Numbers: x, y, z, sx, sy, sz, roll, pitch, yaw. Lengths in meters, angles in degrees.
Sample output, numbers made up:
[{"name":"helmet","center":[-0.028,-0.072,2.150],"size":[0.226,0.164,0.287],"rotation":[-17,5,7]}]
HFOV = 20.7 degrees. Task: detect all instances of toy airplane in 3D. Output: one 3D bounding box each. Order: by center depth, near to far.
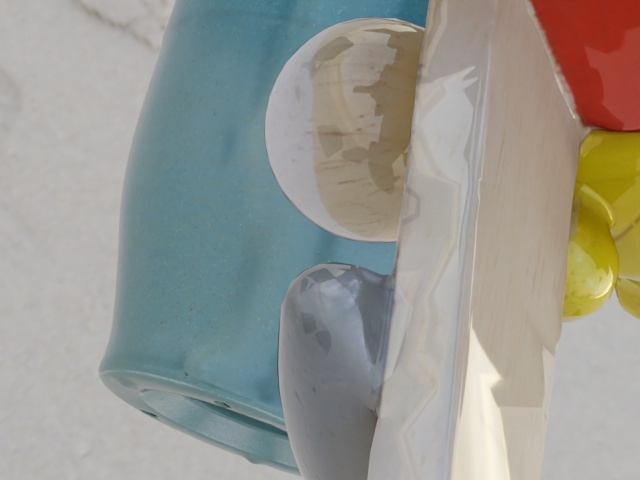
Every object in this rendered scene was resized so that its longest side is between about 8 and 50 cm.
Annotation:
[{"name":"toy airplane","center":[0.068,-0.074,0.589],"size":[0.386,0.272,0.384],"rotation":[-23,92,-48]}]

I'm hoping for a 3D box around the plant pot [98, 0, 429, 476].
[{"name":"plant pot","center":[0.000,0.000,1.034],"size":[0.271,0.271,0.255],"rotation":[32,70,-36]}]
